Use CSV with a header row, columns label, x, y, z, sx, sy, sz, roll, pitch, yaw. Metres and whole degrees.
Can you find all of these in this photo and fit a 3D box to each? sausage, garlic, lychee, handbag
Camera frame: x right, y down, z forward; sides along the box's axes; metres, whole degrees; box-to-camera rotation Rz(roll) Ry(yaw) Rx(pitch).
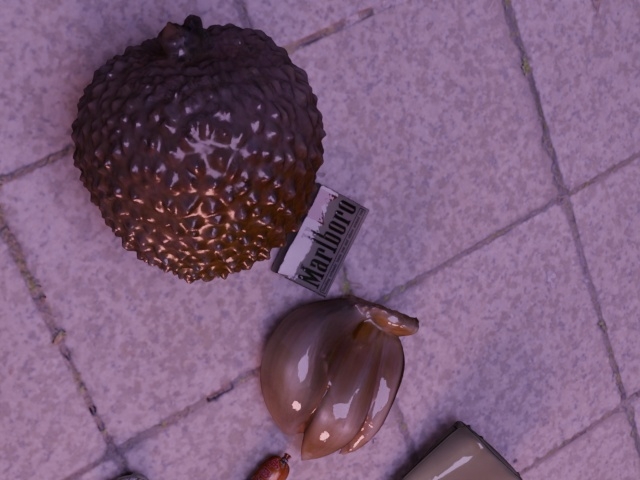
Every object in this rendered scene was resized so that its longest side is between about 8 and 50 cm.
label,x,y,z,sx,sy,sz,roll,pitch,yaw
sausage,-0.165,0.520,1.945,0.053,0.053,0.348,42,81,-27
garlic,0.027,0.238,1.943,0.279,0.132,0.325,34,80,-19
lychee,-0.171,-0.132,1.637,0.380,0.380,0.432,-24,127,-20
handbag,0.236,0.523,2.118,0.315,0.109,0.241,-48,116,-6

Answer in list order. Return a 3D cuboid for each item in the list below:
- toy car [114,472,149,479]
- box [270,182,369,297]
label,x,y,z,sx,sy,sz,roll,pitch,yaw
toy car,-0.319,0.496,1.863,0.095,0.056,0.205,-16,111,-23
box,0.000,0.000,1.929,0.115,0.036,0.177,27,89,-27
